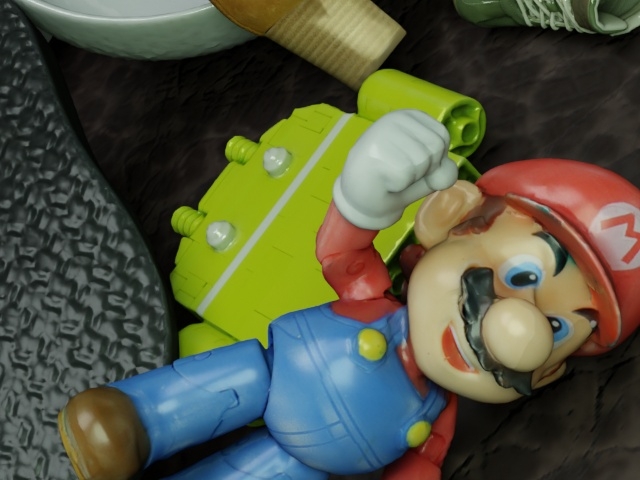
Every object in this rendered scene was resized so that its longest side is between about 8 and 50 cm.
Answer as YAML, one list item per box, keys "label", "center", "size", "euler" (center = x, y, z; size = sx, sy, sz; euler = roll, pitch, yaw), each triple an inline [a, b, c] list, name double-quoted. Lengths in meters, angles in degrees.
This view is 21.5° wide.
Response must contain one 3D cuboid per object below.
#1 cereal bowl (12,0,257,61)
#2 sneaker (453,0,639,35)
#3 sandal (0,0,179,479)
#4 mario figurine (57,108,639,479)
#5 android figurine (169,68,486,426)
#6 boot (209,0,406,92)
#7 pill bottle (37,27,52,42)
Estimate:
- label: "cereal bowl"
  center: [-0.112, -0.281, 1.309]
  size: [0.339, 0.141, 0.339]
  euler: [-3, 68, 6]
- label: "sneaker"
  center: [0.163, -0.162, 1.047]
  size: [0.192, 0.064, 0.086]
  euler: [-17, 41, 29]
- label: "sandal"
  center: [-0.186, 0.012, 1.133]
  size: [0.167, 0.107, 0.446]
  euler: [-25, 53, 6]
- label: "mario figurine"
  center: [0.032, 0.066, 0.854]
  size: [0.320, 0.198, 0.170]
  euler: [-30, 53, 2]
- label: "android figurine"
  center: [0.000, 0.000, 1.070]
  size: [0.248, 0.056, 0.273]
  euler: [-52, 39, -7]
- label: "boot"
  center: [0.026, -0.268, 1.147]
  size: [0.295, 0.211, 0.104]
  euler: [-51, 4, -6]
- label: "pill bottle"
  center: [-0.325, -0.225, 1.535]
  size: [0.121, 0.121, 0.216]
  euler: [-53, 38, -9]
